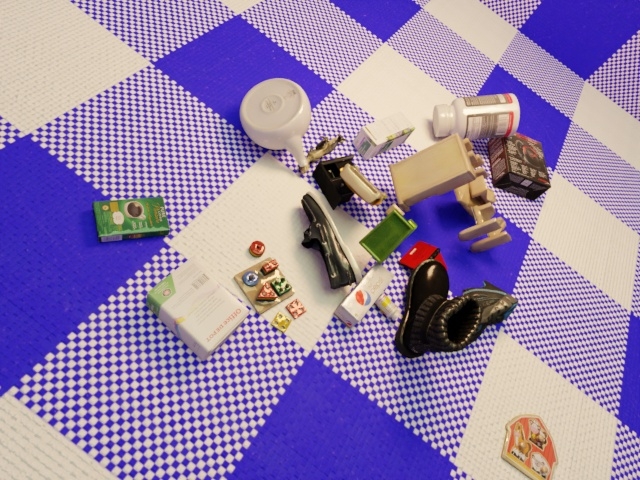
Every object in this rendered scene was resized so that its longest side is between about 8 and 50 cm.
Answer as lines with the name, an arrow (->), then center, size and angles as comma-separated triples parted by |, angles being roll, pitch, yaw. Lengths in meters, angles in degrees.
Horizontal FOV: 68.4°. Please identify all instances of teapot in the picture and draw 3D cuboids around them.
teapot -> -0.142, -0.404, 1.586 | 0.252, 0.187, 0.256 | 11, 71, 16

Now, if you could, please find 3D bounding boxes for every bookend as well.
bookend -> 0.079, -0.204, 1.625 | 0.156, 0.072, 0.157 | -18, 70, -32

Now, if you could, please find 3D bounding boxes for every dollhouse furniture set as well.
dollhouse furniture set -> 0.151, -0.093, 1.521 | 0.301, 0.151, 0.197 | 46, 14, 6
dollhouse furniture set -> 0.460, -0.171, 1.692 | 0.394, 0.256, 0.362 | 30, 44, -49

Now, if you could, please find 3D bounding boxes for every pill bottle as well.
pill bottle -> 0.636, -0.507, 1.951 | 0.318, 0.176, 0.176 | -3, 59, 3
pill bottle -> 0.207, 0.206, 1.449 | 0.083, 0.043, 0.043 | 47, 53, 8

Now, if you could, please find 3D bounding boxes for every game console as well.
game console -> 0.352, 0.086, 1.607 | 0.124, 0.085, 0.144 | 24, 46, 31

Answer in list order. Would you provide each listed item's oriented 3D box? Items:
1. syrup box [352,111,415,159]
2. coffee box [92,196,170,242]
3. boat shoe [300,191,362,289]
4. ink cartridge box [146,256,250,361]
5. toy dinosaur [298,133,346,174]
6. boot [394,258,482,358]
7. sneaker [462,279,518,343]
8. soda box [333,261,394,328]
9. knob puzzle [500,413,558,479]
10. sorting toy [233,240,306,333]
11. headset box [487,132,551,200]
syrup box -> 0.244, -0.404, 1.809 | 0.236, 0.093, 0.096 | -30, 76, -35
coffee box -> -0.515, -0.058, 1.286 | 0.184, 0.040, 0.113 | -9, 65, -28
boat shoe -> 0.000, 0.002, 1.439 | 0.113, 0.127, 0.340 | -26, 71, -8
ink cartridge box -> -0.312, 0.175, 1.202 | 0.212, 0.093, 0.154 | 41, 54, 5
toy dinosaur -> 0.020, -0.327, 1.645 | 0.064, 0.118, 0.268 | 51, 54, -1
boot -> 0.357, 0.178, 1.372 | 0.131, 0.260, 0.348 | 25, 62, -10
sneaker -> 0.487, 0.237, 1.531 | 0.340, 0.125, 0.140 | -17, 48, -34
soda box -> 0.133, 0.163, 1.426 | 0.074, 0.069, 0.216 | 42, 52, 5
knob puzzle -> 0.639, 0.607, 1.407 | 0.213, 0.030, 0.213 | 11, 56, -18
sorting toy -> -0.149, 0.127, 1.335 | 0.132, 0.046, 0.275 | -28, 75, -34
headset box -> 0.852, -0.343, 2.036 | 0.218, 0.110, 0.293 | 16, 56, -15
